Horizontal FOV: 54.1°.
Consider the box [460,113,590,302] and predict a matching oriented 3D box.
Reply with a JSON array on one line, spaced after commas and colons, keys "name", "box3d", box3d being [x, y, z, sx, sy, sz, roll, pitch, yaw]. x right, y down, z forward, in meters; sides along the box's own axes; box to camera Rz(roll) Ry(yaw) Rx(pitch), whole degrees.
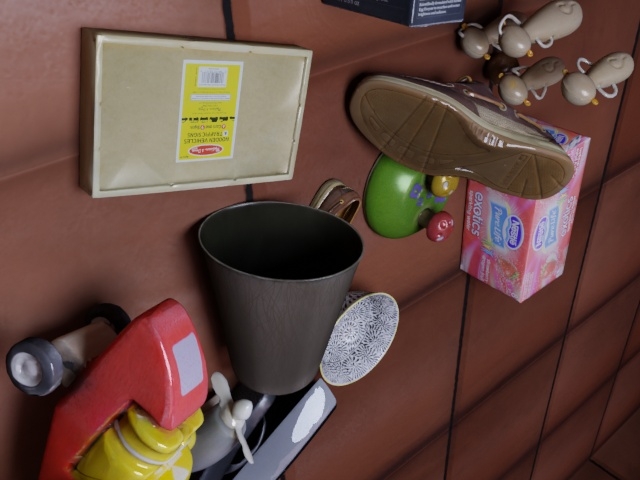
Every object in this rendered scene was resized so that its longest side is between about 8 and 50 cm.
[{"name": "box", "box3d": [0.370, -0.058, 1.162, 0.142, 0.154, 0.300, -28, 132, -30]}]

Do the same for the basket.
[{"name": "basket", "box3d": [-0.054, 0.085, 0.832, 0.154, 0.204, 0.226, -78, 174, -52]}]

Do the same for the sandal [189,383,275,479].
[{"name": "sandal", "box3d": [-0.137, 0.310, 0.942, 0.054, 0.097, 0.254, 29, 104, -21]}]

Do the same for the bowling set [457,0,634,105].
[{"name": "bowling set", "box3d": [0.289, -0.271, 0.934, 0.154, 0.287, 0.200, -30, 164, -26]}]

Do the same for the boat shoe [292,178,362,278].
[{"name": "boat shoe", "box3d": [0.000, 0.000, 0.906, 0.064, 0.060, 0.178, 21, 99, -49]}]

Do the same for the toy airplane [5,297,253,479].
[{"name": "toy airplane", "box3d": [-0.224, 0.293, 0.704, 0.386, 0.272, 0.384, -59, 166, -26]}]

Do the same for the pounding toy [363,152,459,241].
[{"name": "pounding toy", "box3d": [0.188, -0.087, 0.998, 0.237, 0.110, 0.183, -42, 137, -16]}]

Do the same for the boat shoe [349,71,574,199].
[{"name": "boat shoe", "box3d": [0.203, -0.169, 0.906, 0.342, 0.123, 0.123, 16, 137, -11]}]

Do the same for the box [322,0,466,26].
[{"name": "box", "box3d": [0.085, -0.337, 0.704, 0.093, 0.156, 0.158, -20, 127, -34]}]

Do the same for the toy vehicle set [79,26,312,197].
[{"name": "toy vehicle set", "box3d": [-0.132, -0.142, 0.706, 0.267, 0.035, 0.166, -10, 121, -40]}]

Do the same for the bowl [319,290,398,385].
[{"name": "bowl", "box3d": [0.041, 0.142, 1.021, 0.170, 0.080, 0.170, -24, 130, -32]}]

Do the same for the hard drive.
[{"name": "hard drive", "box3d": [-0.065, 0.338, 1.011, 0.254, 0.054, 0.172, -48, 167, -12]}]
